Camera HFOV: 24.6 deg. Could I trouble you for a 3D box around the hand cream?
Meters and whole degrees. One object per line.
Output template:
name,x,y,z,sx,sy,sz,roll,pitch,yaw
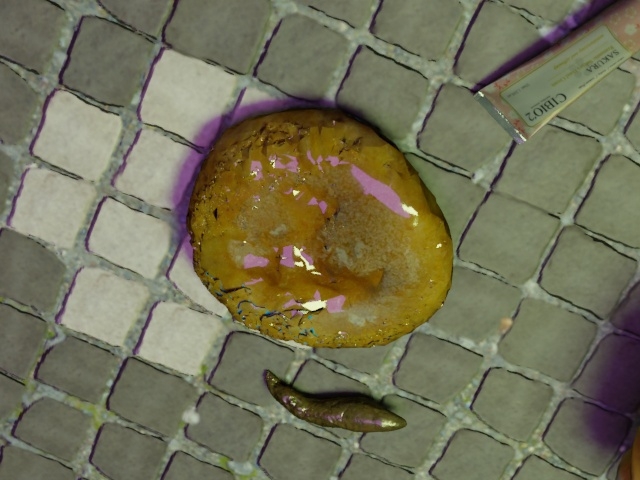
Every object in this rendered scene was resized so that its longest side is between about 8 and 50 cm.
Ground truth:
hand cream,0.234,-0.164,1.295,0.210,0.043,0.067,-37,111,29

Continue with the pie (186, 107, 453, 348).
pie,-0.001,0.000,1.395,0.274,0.069,0.273,6,118,10

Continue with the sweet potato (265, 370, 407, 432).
sweet potato,0.013,0.173,1.498,0.153,0.038,0.041,15,94,9

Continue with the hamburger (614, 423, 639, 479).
hamburger,0.408,0.221,1.349,0.276,0.276,0.236,21,136,-3
